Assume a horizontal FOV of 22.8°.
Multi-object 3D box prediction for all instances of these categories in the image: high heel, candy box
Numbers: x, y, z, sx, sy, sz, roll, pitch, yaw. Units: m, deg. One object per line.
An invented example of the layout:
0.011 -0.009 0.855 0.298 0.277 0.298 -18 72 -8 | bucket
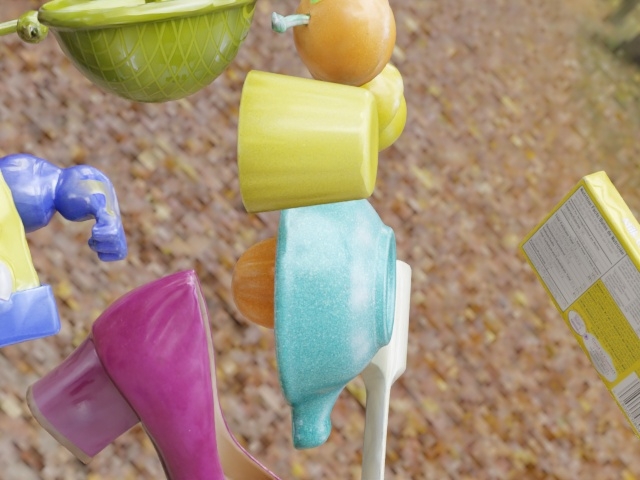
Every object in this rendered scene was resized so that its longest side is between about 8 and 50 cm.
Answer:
-0.066 0.180 1.388 0.377 0.181 0.127 40 18 -38 | high heel
0.226 0.061 1.150 0.027 0.105 0.206 -19 71 -35 | candy box

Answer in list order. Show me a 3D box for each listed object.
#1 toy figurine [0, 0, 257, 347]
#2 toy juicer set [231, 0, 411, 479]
-0.194 -0.013 0.846 0.362 0.191 0.217 -14 95 -31 | toy figurine
0.000 0.000 0.900 0.209 0.089 0.329 -81 168 -46 | toy juicer set
